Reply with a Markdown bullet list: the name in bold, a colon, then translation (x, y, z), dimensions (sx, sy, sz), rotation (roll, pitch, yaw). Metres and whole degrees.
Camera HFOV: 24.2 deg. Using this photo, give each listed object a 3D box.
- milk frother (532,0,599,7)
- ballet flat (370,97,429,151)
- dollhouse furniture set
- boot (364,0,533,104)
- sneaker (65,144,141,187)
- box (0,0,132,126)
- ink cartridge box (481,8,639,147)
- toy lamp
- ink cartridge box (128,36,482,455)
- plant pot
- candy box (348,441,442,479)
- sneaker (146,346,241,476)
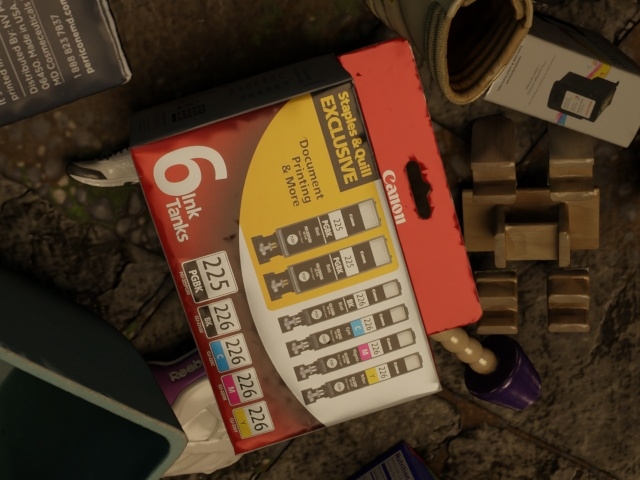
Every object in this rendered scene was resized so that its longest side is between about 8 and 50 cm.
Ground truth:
- **milk frother**: translation (0.240, -0.286, 1.378), dimensions (0.143, 0.129, 0.134), rotation (-29, 145, -58)
- **ballet flat**: translation (0.025, -0.062, 1.456), dimensions (0.213, 0.072, 0.068), rotation (-46, 135, 14)
- **dollhouse furniture set**: translation (0.269, -0.037, 1.544), dimensions (0.242, 0.161, 0.212), rotation (-1, 125, 8)
- **boot**: translation (0.122, -0.268, 1.267), dimensions (0.095, 0.203, 0.262), rotation (5, 121, -23)
- **sneaker**: translation (-0.185, -0.073, 1.399), dimensions (0.109, 0.040, 0.043), rotation (-2, 106, -22)
- **box**: translation (-0.374, -0.198, 1.087), dimensions (0.396, 0.293, 0.212), rotation (-21, 126, -6)
- **ink cartridge box**: translation (0.215, -0.166, 1.417), dimensions (0.175, 0.127, 0.072), rotation (15, 113, -28)
- **toy lamp**: translation (0.140, 0.101, 1.597), dimensions (0.080, 0.080, 0.275), rotation (-44, 126, 12)
- **ink cartridge box**: translation (0.000, 0.000, 1.365), dimensions (0.272, 0.130, 0.309), rotation (-18, 110, -1)
- **plant pot**: translation (-0.308, 0.144, 1.360), dimensions (0.247, 0.252, 0.248), rotation (31, 108, -32)
- **candy box**: translation (0.055, 0.424, 1.753), dimensions (0.317, 0.122, 0.268), rotation (-35, 125, 6)
- **sneaker**: translation (-0.091, 0.159, 1.553), dimensions (0.305, 0.114, 0.152), rotation (-21, 140, 0)
